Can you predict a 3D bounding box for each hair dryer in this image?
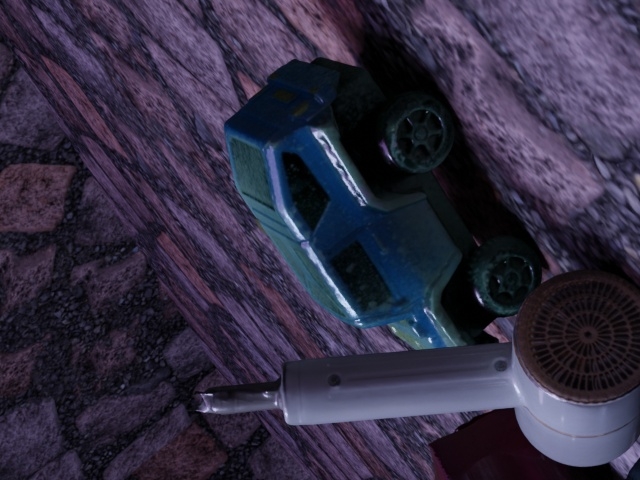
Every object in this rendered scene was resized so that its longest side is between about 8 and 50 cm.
[{"bbox_3d":[0.075,0.110,1.286,0.173,0.357,0.108,77,-169,-64],"label":"hair dryer"}]

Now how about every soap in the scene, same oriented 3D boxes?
[{"bbox_3d":[0.210,0.311,1.708,0.220,0.127,0.325,79,172,-51],"label":"soap"}]

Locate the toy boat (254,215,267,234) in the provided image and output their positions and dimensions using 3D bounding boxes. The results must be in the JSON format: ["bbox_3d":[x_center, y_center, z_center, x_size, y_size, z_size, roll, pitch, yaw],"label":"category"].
[{"bbox_3d":[0.000,-0.001,1.864,0.185,0.071,0.089,39,164,45],"label":"toy boat"}]

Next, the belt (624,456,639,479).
[{"bbox_3d":[0.322,0.216,1.129,0.206,0.116,0.267,44,177,-40],"label":"belt"}]

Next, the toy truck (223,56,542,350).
[{"bbox_3d":[0.049,-0.019,1.370,0.279,0.156,0.155,57,168,-23],"label":"toy truck"}]
